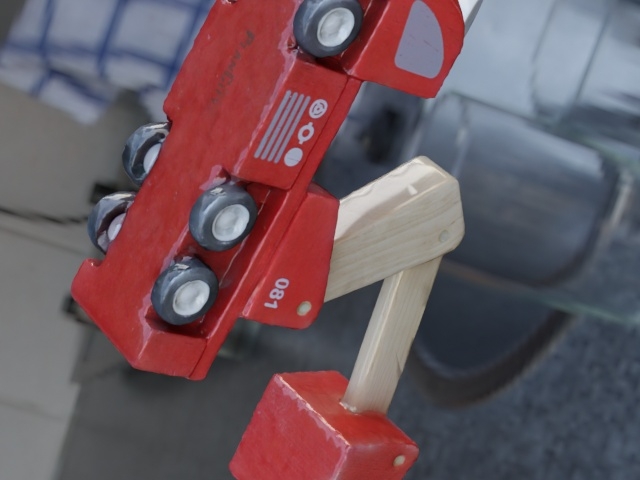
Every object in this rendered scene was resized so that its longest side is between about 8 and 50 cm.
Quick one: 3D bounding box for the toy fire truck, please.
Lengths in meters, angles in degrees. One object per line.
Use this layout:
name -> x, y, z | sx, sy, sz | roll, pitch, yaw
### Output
toy fire truck -> 0.000, 0.000, 0.583 | 0.047, 0.135, 0.192 | 42, 110, 42

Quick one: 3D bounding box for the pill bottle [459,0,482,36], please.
pill bottle -> 0.034, -0.151, 1.112 | 0.065, 0.116, 0.065 | -60, -6, -10
